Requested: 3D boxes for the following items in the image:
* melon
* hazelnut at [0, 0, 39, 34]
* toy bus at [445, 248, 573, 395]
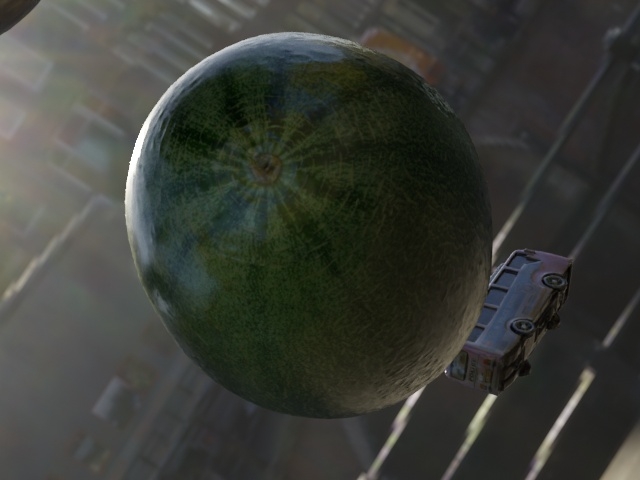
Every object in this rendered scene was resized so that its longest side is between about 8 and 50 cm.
[{"bbox_3d":[0.000,0.000,0.773,0.182,0.182,0.287,-58,-19,-13],"label":"melon"},{"bbox_3d":[-0.214,-0.233,0.617,0.372,0.315,0.372,178,90,-66],"label":"hazelnut"},{"bbox_3d":[0.125,0.051,0.983,0.130,0.052,0.037,-47,-35,-50],"label":"toy bus"}]
